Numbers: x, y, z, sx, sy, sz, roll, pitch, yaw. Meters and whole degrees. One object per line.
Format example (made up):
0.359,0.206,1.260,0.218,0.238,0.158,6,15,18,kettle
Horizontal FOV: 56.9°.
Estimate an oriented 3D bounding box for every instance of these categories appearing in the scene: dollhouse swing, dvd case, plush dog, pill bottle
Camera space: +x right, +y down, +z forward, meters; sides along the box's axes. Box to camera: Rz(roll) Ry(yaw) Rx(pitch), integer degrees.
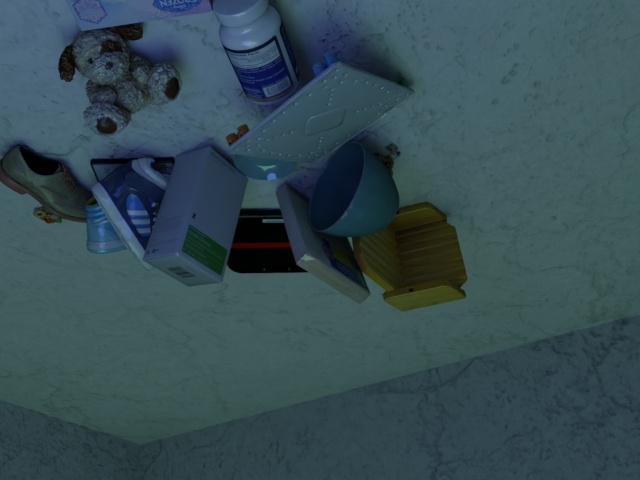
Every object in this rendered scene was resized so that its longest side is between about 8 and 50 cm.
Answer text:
0.292,0.003,1.963,0.315,0.346,0.305,-14,143,14,dollhouse swing
-0.578,-0.194,1.873,0.253,0.022,0.180,-2,145,-3,dvd case
-0.511,-0.421,1.462,0.262,0.210,0.225,-33,128,-7,plush dog
-0.152,-0.469,1.416,0.153,0.153,0.264,-11,144,9,pill bottle

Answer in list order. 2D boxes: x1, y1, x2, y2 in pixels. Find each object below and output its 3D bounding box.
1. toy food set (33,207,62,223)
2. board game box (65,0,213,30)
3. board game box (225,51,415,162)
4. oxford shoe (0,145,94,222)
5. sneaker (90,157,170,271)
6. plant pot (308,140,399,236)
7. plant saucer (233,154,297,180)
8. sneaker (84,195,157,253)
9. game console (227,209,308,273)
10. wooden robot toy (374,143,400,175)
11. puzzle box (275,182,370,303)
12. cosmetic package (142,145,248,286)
-0.917,-0.084,1.994,0.083,0.020,0.083,-9,144,7,toy food set
-0.422,-0.617,1.252,0.319,0.065,0.318,-7,145,5,board game box
0.003,-0.334,1.571,0.390,0.050,0.390,-31,165,32,board game box
-0.800,-0.165,1.809,0.130,0.123,0.348,-33,137,27,oxford shoe
-0.516,-0.092,1.801,0.236,0.130,0.322,-36,116,-21,sneaker
0.123,-0.128,1.792,0.195,0.290,0.290,23,137,-25,plant pot
-0.168,-0.259,1.810,0.195,0.037,0.195,-2,144,-2,plant saucer
-0.601,-0.091,1.897,0.319,0.208,0.127,-19,-158,-40,sneaker
-0.161,0.003,2.178,0.387,0.060,0.342,-1,139,-6,game console
0.195,-0.222,1.865,0.076,0.079,0.173,13,141,-23,wooden robot toy
0.000,0.000,1.856,0.272,0.409,0.052,35,110,-31,puzzle box
-0.364,-0.070,1.756,0.155,0.365,0.197,-9,148,34,cosmetic package
